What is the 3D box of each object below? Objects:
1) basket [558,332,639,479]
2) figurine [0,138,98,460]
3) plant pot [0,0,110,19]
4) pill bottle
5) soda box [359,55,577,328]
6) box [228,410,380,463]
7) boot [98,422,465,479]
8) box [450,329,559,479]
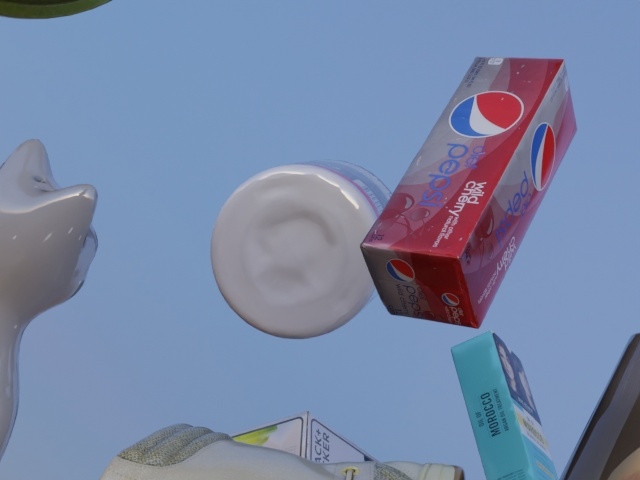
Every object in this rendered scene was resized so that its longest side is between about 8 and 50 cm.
[{"bbox_3d":[0.232,0.188,0.867,0.204,0.227,0.154,24,-10,-18],"label":"basket"},{"bbox_3d":[-0.202,0.032,0.656,0.215,0.209,0.092,27,0,45],"label":"figurine"},{"bbox_3d":[-0.116,-0.262,0.755,0.254,0.276,0.276,14,-27,51],"label":"plant pot"},{"bbox_3d":[0.000,0.000,1.448,0.176,0.176,0.318,31,9,6],"label":"pill bottle"},{"bbox_3d":[0.135,-0.049,1.134,0.092,0.263,0.083,8,-43,30],"label":"soda box"},{"bbox_3d":[0.003,0.295,1.408,0.169,0.087,0.290,-21,-42,30],"label":"box"},{"bbox_3d":[-0.035,0.155,0.582,0.165,0.213,0.077,10,-64,15],"label":"boot"},{"bbox_3d":[0.230,0.236,1.595,0.060,0.244,0.100,-27,-40,18],"label":"box"}]
